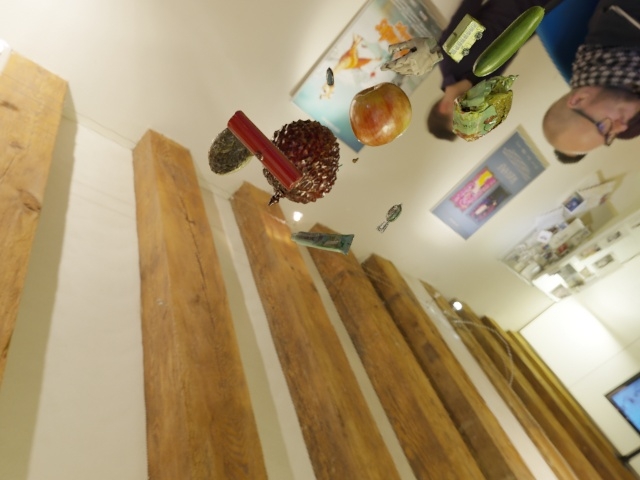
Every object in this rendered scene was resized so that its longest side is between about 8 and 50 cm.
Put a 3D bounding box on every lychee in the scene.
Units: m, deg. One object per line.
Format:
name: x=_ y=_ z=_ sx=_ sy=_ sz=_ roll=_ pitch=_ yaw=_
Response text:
lychee: x=-0.111 y=-0.376 z=2.292 sx=0.424 sy=0.500 sz=0.424 roll=33 pitch=-175 yaw=-3

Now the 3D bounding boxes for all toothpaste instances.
toothpaste: x=0.000 y=0.000 z=1.586 sx=0.297 sy=0.075 sz=0.048 roll=8 pitch=163 yaw=47

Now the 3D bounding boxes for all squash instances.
squash: x=0.662 y=-0.697 z=1.587 sx=0.082 sy=0.292 sz=0.082 roll=41 pitch=-163 yaw=-15

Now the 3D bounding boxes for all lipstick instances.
lipstick: x=-0.169 y=-0.273 z=1.363 sx=0.280 sy=0.073 sz=0.073 roll=46 pitch=-161 yaw=0

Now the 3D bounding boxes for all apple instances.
apple: x=0.256 y=-0.548 z=1.940 sx=0.233 sy=0.286 sz=0.286 roll=59 pitch=-170 yaw=-27

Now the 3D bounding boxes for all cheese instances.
cheese: x=0.232 y=-0.076 z=1.484 sx=0.026 sy=0.121 sz=0.067 roll=37 pitch=-176 yaw=-20

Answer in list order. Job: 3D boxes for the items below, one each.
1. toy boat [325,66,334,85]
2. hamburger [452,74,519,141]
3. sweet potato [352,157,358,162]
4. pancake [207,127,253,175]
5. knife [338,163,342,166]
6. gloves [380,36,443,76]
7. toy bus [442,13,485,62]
toy boat: x=0.041 y=-0.708 z=1.933 sx=0.038 sy=0.038 sz=0.083 roll=-113 pitch=13 yaw=-50
hamburger: x=0.525 y=-0.426 z=1.399 sx=0.125 sy=0.235 sz=0.214 roll=62 pitch=178 yaw=13
sweet potato: x=0.182 y=-0.415 z=2.330 sx=0.026 sy=0.026 sz=0.115 roll=44 pitch=-160 yaw=2
pancake: x=-0.429 y=-0.436 z=2.161 sx=0.282 sy=0.282 sz=0.049 roll=53 pitch=-176 yaw=26
knife: x=0.085 y=-0.400 z=2.495 sx=0.014 sy=0.091 sz=0.005 roll=61 pitch=172 yaw=2
gloves: x=0.319 y=-0.645 z=1.606 sx=0.127 sy=0.212 sz=0.111 roll=39 pitch=-149 yaw=-61
toy bus: x=0.623 y=-0.885 z=1.967 sx=0.101 sy=0.175 sz=0.088 roll=19 pitch=-140 yaw=-26
